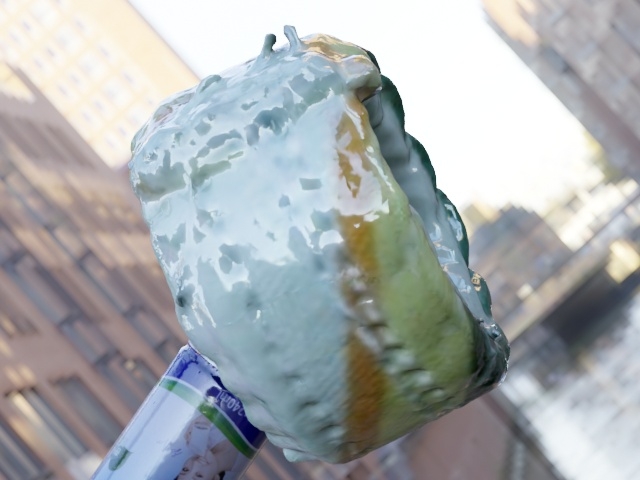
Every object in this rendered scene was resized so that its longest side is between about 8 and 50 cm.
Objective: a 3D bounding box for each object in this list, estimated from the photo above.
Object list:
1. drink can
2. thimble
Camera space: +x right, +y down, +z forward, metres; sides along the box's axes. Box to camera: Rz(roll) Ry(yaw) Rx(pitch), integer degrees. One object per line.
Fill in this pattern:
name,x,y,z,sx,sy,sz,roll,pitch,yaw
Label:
drink can,-0.123,0.188,1.404,0.235,0.097,0.097,-54,-6,3
thimble,0.000,0.000,1.198,0.167,0.254,0.288,-25,-38,7
